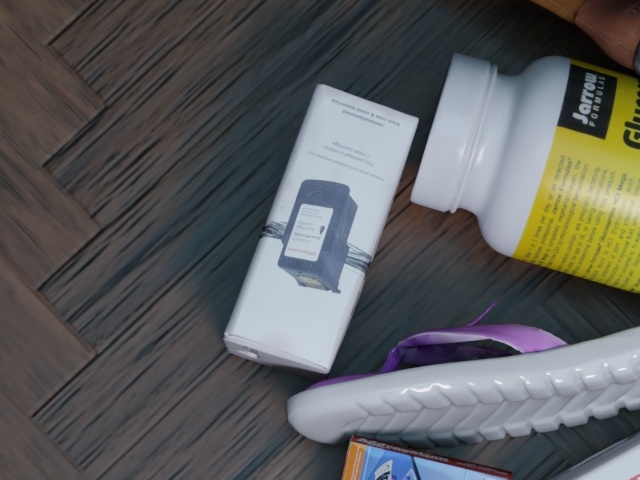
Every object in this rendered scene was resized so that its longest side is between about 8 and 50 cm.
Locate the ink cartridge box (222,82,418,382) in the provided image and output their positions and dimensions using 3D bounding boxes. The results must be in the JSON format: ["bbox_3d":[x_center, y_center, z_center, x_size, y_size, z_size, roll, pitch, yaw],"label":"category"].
[{"bbox_3d":[0.000,0.000,1.673,0.100,0.172,0.237,20,82,2],"label":"ink cartridge box"}]

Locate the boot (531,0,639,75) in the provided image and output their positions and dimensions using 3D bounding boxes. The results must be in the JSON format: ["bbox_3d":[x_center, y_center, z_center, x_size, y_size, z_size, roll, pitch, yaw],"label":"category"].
[{"bbox_3d":[0.283,-0.252,1.752,0.280,0.096,0.264,33,48,25],"label":"boot"}]

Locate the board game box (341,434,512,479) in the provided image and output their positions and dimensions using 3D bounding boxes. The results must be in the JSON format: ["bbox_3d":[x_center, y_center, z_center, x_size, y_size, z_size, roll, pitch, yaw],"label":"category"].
[{"bbox_3d":[0.069,0.322,1.651,0.145,0.027,0.281,13,101,5],"label":"board game box"}]

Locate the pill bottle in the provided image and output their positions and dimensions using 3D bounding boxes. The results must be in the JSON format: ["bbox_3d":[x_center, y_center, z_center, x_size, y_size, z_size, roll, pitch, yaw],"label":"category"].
[{"bbox_3d":[0.259,-0.056,1.679,0.334,0.188,0.188,16,82,1],"label":"pill bottle"}]

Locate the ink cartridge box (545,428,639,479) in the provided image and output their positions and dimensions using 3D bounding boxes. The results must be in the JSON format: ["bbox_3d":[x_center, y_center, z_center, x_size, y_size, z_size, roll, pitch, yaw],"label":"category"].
[{"bbox_3d":[0.318,0.312,1.663,0.201,0.117,0.278,-28,83,-4],"label":"ink cartridge box"}]

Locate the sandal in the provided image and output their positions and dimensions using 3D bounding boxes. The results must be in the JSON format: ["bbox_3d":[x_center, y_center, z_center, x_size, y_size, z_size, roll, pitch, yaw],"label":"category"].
[{"bbox_3d":[0.172,0.109,1.677,0.416,0.169,0.102,-7,65,-4],"label":"sandal"}]
